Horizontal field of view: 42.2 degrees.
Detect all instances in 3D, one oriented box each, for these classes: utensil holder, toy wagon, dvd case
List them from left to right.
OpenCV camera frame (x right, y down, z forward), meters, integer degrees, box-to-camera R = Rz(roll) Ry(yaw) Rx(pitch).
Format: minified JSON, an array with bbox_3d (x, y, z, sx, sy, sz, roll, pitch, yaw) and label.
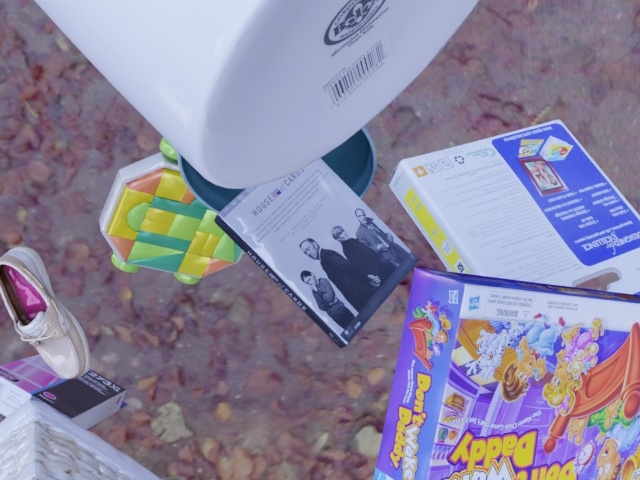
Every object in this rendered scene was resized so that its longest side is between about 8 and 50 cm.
[{"bbox_3d":[-0.091,-0.277,0.603,0.327,0.327,0.385,-45,75,10],"label":"utensil holder"},{"bbox_3d":[-0.212,-0.036,1.499,0.267,0.344,0.068,-60,32,27],"label":"toy wagon"},{"bbox_3d":[0.000,0.000,1.116,0.239,0.029,0.179,45,59,-2],"label":"dvd case"}]

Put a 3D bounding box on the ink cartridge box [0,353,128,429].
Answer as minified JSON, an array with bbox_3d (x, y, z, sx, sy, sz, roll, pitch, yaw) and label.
[{"bbox_3d":[-0.492,0.288,1.594,0.175,0.371,0.069,28,90,5],"label":"ink cartridge box"}]

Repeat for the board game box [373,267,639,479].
[{"bbox_3d":[0.231,0.164,0.865,0.078,0.347,0.233,18,99,57],"label":"board game box"}]

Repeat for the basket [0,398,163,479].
[{"bbox_3d":[-0.297,0.420,0.883,0.328,0.331,0.266,-41,34,4],"label":"basket"}]

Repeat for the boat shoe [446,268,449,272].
[{"bbox_3d":[0.251,-0.025,1.285,0.084,0.079,0.233,18,60,-12],"label":"boat shoe"}]

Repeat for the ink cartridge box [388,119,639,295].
[{"bbox_3d":[0.299,-0.016,1.145,0.303,0.072,0.307,-16,62,-28],"label":"ink cartridge box"}]

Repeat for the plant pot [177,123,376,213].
[{"bbox_3d":[-0.064,-0.184,1.285,0.293,0.293,0.196,-15,48,17],"label":"plant pot"}]

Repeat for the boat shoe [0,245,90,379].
[{"bbox_3d":[-0.325,0.091,0.952,0.063,0.059,0.170,-26,98,12],"label":"boat shoe"}]
